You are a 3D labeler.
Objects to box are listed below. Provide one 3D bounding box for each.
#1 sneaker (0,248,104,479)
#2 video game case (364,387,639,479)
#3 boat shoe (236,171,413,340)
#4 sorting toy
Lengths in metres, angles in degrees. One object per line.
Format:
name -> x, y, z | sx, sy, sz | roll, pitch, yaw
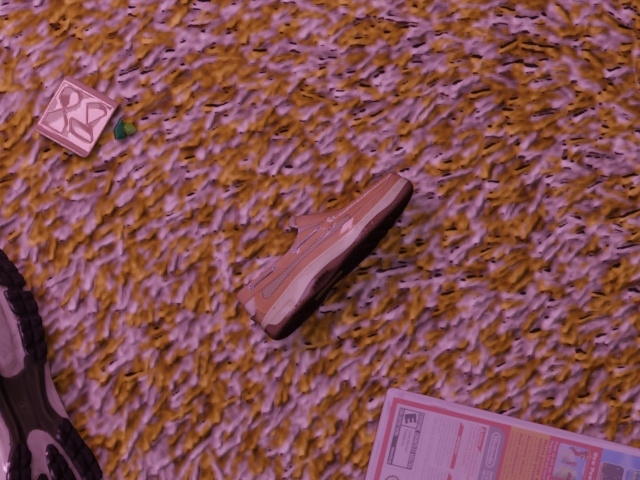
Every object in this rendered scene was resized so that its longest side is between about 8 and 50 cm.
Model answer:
sneaker -> -0.313, 0.200, 1.735 | 0.182, 0.158, 0.410 | -19, 86, 29
video game case -> 0.174, 0.264, 1.761 | 0.285, 0.025, 0.204 | 14, 84, 1
boat shoe -> 0.000, 0.000, 1.768 | 0.190, 0.068, 0.072 | -45, 75, -4
sorting toy -> -0.213, -0.107, 1.801 | 0.083, 0.012, 0.062 | 29, 80, 6
